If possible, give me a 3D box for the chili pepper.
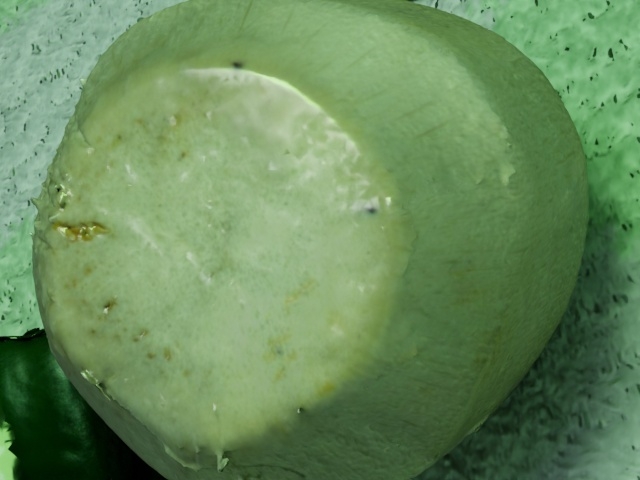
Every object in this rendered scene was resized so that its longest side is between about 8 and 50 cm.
[{"bbox_3d":[-0.164,0.114,0.820,0.174,0.165,0.261,-44,48,35],"label":"chili pepper"}]

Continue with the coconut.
[{"bbox_3d":[0.000,0.000,0.714,0.245,0.247,0.245,2,94,23],"label":"coconut"}]

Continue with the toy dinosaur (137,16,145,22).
[{"bbox_3d":[-0.042,-0.136,0.954,0.106,0.044,0.187,-38,34,-3],"label":"toy dinosaur"}]
